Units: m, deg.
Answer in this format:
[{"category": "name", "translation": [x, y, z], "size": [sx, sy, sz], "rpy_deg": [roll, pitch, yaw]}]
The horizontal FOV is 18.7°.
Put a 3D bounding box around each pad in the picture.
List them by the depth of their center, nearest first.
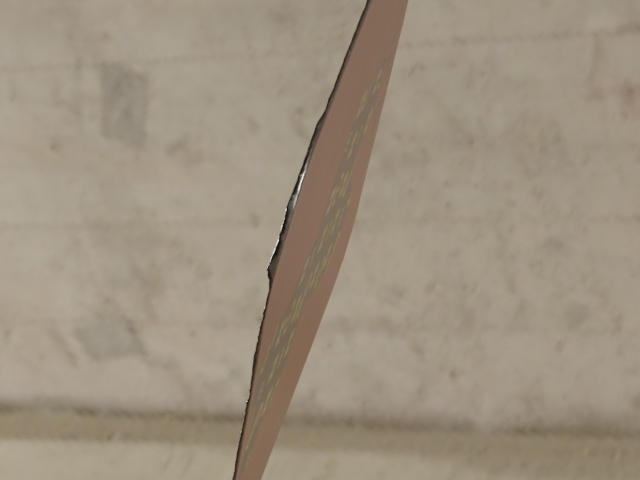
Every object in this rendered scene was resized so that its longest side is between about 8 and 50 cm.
[{"category": "pad", "translation": [0.000, 0.000, 0.661], "size": [0.004, 0.181, 0.267], "rpy_deg": [18, -33, 4]}]
